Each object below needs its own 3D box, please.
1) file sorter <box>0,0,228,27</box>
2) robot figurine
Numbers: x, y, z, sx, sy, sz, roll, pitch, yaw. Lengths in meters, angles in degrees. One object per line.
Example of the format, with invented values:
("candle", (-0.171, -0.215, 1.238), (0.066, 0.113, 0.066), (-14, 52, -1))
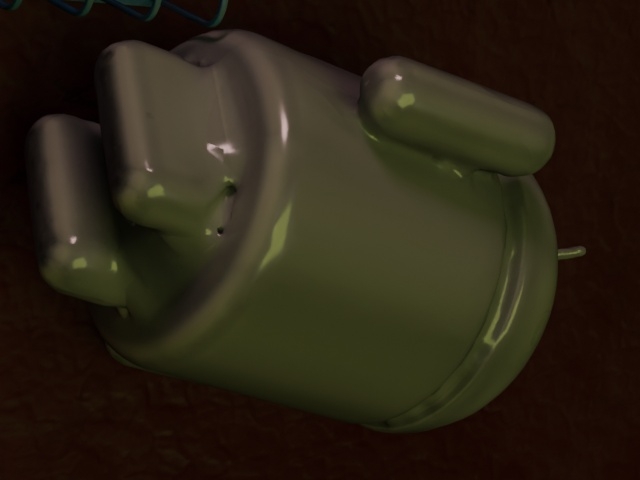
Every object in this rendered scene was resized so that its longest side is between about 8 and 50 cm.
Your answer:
("file sorter", (-0.139, -0.183, 1.013), (0.170, 0.104, 0.118), (1, 107, -30))
("robot figurine", (0.000, 0.000, 1.101), (0.353, 0.200, 0.300), (20, 138, -37))
